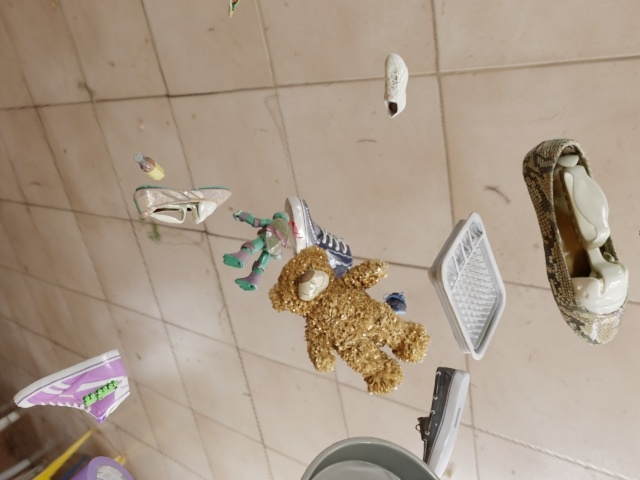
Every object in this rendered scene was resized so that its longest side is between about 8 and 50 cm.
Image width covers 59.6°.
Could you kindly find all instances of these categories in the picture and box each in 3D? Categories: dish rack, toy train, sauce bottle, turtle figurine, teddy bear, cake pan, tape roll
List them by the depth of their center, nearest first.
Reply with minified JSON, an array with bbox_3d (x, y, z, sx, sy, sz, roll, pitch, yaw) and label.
[{"bbox_3d":[0.083,0.431,0.794,0.293,0.293,0.054,44,131,13],"label":"cake pan"},{"bbox_3d":[0.057,0.154,1.109,0.245,0.113,0.338,-33,88,10],"label":"teddy bear"},{"bbox_3d":[-0.466,0.324,1.189,0.017,0.083,0.024,2,109,39],"label":"toy train"},{"bbox_3d":[-0.134,-0.004,1.310,0.118,0.234,0.175,-15,123,40],"label":"turtle figurine"},{"bbox_3d":[0.396,0.122,1.515,0.072,0.286,0.333,-5,123,40],"label":"dish rack"},{"bbox_3d":[-0.587,0.691,1.519,0.080,0.189,0.189,-41,92,2],"label":"tape roll"},{"bbox_3d":[-0.466,-0.203,1.520,0.042,0.042,0.128,38,172,19],"label":"sauce bottle"}]

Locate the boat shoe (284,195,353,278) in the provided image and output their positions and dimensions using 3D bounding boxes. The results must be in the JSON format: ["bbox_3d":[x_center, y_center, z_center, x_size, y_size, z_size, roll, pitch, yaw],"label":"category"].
[{"bbox_3d":[0.000,0.000,1.566,0.127,0.158,0.341,-116,13,-44],"label":"boat shoe"}]

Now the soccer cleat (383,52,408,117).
[{"bbox_3d":[0.213,-0.441,1.608,0.068,0.076,0.196,20,148,26],"label":"soccer cleat"}]

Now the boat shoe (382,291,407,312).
[{"bbox_3d":[0.289,0.247,2.229,0.108,0.258,0.089,2,86,2],"label":"boat shoe"}]

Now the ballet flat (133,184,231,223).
[{"bbox_3d":[-0.406,-0.103,1.686,0.107,0.315,0.106,-32,68,50],"label":"ballet flat"}]

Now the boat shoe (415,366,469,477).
[{"bbox_3d":[0.228,0.360,1.107,0.076,0.080,0.229,14,86,32],"label":"boat shoe"}]

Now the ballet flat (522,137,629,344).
[{"bbox_3d":[0.573,0.007,1.220,0.182,0.163,0.484,156,97,-83],"label":"ballet flat"}]

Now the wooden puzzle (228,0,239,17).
[{"bbox_3d":[-0.145,-0.436,0.987,0.014,0.116,0.079,22,97,-11],"label":"wooden puzzle"}]

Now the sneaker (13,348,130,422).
[{"bbox_3d":[-0.620,0.399,1.405,0.102,0.281,0.161,39,-150,-86],"label":"sneaker"}]
